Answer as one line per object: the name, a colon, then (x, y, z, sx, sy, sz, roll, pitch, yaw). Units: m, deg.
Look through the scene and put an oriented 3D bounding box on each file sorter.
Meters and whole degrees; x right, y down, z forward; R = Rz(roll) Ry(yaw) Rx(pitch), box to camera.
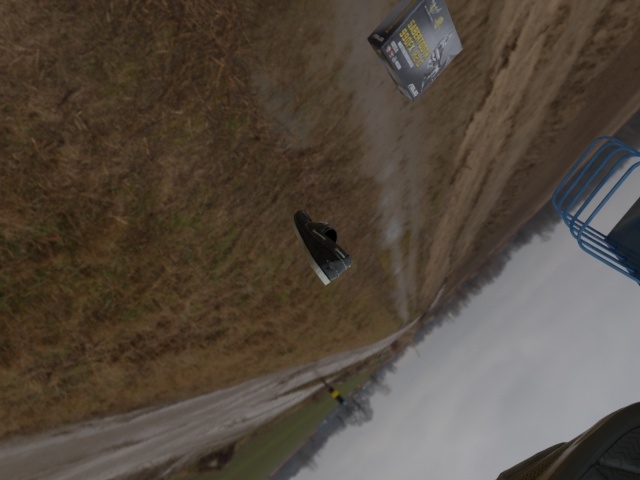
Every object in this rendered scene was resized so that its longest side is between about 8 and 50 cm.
file sorter: (0.345, -0.039, 0.608, 0.118, 0.105, 0.170, -60, 178, 23)

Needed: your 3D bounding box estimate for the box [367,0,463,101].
box: (0.231, -0.468, 1.285, 0.183, 0.056, 0.231, -47, 147, 5)

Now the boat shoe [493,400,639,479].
boat shoe: (0.102, 0.210, 0.316, 0.321, 0.118, 0.103, -34, 160, -13)

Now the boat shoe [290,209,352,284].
boat shoe: (0.000, 0.000, 1.111, 0.079, 0.233, 0.084, -38, 125, 5)
